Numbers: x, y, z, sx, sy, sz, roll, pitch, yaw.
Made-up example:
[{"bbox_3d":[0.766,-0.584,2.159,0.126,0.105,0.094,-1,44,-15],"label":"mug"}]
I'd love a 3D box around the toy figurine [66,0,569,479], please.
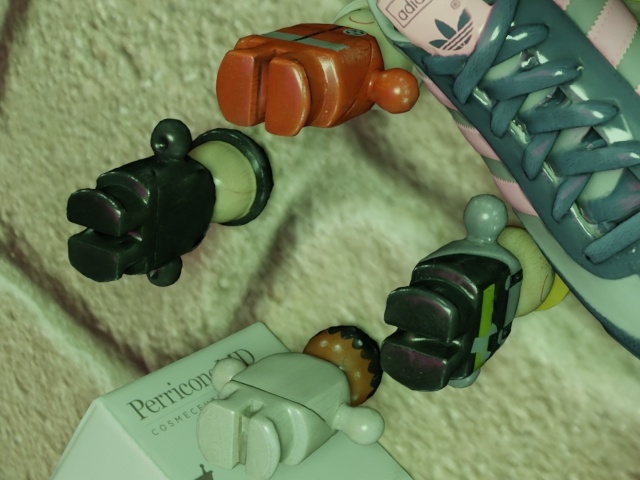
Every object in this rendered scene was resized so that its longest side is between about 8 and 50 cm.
[{"bbox_3d":[0.000,0.000,0.661,0.213,0.148,0.210,-38,85,34],"label":"toy figurine"}]

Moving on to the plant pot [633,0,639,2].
[{"bbox_3d":[0.162,-0.178,0.417,0.276,0.254,0.276,11,108,34],"label":"plant pot"}]

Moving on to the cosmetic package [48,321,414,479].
[{"bbox_3d":[-0.052,0.177,0.734,0.183,0.151,0.151,45,124,17],"label":"cosmetic package"}]

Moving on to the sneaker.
[{"bbox_3d":[0.086,-0.070,0.549,0.112,0.131,0.319,-44,64,30],"label":"sneaker"}]
